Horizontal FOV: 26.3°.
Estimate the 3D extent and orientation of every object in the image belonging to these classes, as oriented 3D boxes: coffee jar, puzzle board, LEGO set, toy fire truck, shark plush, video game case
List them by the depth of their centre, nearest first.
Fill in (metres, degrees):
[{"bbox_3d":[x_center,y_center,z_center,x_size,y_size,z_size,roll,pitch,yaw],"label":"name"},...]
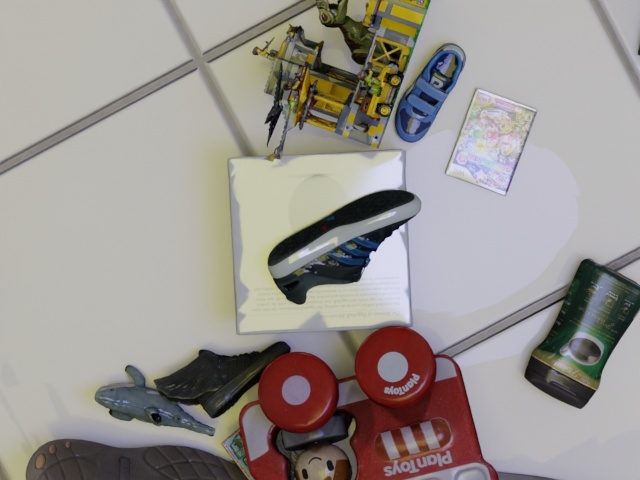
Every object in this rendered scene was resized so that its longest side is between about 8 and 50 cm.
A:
[{"bbox_3d":[0.018,-0.247,1.675,0.192,0.331,0.255,19,114,1],"label":"LEGO set"},{"bbox_3d":[0.057,0.262,1.720,0.302,0.169,0.254,-15,71,5],"label":"toy fire truck"},{"bbox_3d":[0.346,0.123,1.795,0.096,0.079,0.184,28,92,-4],"label":"coffee jar"},{"bbox_3d":[-0.221,0.233,1.810,0.161,0.067,0.073,33,93,-2],"label":"shark plush"},{"bbox_3d":[0.226,-0.131,1.814,0.087,0.011,0.122,20,94,-1],"label":"video game case"},{"bbox_3d":[-0.058,0.290,1.820,0.096,0.011,0.128,-38,93,-25],"label":"puzzle board"}]

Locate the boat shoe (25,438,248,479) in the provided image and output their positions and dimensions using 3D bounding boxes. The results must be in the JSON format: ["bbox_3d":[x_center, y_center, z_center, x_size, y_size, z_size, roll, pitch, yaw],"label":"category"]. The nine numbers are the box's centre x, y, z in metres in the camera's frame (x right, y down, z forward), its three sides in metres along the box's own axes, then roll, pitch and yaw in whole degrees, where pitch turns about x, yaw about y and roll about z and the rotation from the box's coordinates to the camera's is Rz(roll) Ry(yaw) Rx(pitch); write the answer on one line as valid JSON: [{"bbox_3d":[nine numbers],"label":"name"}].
[{"bbox_3d":[-0.229,0.344,1.806,0.324,0.123,0.116,13,127,-9],"label":"boat shoe"}]

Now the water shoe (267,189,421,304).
[{"bbox_3d":[0.036,0.007,1.667,0.203,0.073,0.080,-25,115,5],"label":"water shoe"}]

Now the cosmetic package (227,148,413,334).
[{"bbox_3d":[0.000,0.000,1.759,0.224,0.138,0.225,-2,92,0],"label":"cosmetic package"}]

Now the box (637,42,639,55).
[{"bbox_3d":[0.484,-0.320,1.780,0.105,0.043,0.179,11,100,-1],"label":"box"}]

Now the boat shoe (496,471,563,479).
[{"bbox_3d":[0.246,0.396,1.800,0.340,0.127,0.158,10,98,8],"label":"boat shoe"}]

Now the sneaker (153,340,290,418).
[{"bbox_3d":[-0.129,0.168,1.810,0.170,0.051,0.089,-40,71,-15],"label":"sneaker"}]

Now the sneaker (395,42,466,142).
[{"bbox_3d":[0.142,-0.195,1.786,0.053,0.059,0.144,28,94,-4],"label":"sneaker"}]
